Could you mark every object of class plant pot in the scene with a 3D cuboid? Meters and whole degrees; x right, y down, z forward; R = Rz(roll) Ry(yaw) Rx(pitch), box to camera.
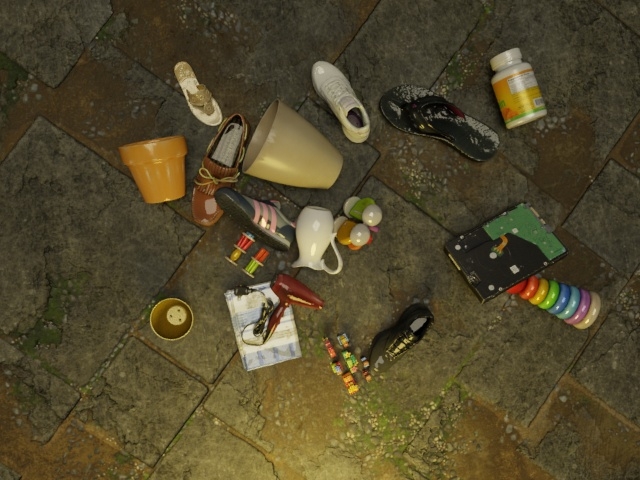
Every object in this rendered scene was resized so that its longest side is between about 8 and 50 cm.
[{"bbox_3d":[-0.074,-0.280,1.647,0.274,0.256,0.256,23,88,-20],"label":"plant pot"},{"bbox_3d":[-0.515,-0.224,1.624,0.205,0.205,0.187,-11,106,-5],"label":"plant pot"},{"bbox_3d":[-0.477,0.251,1.664,0.135,0.095,0.134,0,89,-5],"label":"plant pot"}]

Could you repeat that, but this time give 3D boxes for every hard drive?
[{"bbox_3d":[0.629,0.037,1.740,0.339,0.064,0.236,-29,66,-4],"label":"hard drive"}]

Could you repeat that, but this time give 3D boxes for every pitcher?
[{"bbox_3d":[0.000,0.000,1.674,0.178,0.125,0.206,12,101,18],"label":"pitcher"}]

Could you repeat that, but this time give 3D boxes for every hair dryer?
[{"bbox_3d":[-0.133,0.218,1.692,0.294,0.080,0.223,-11,109,-3],"label":"hair dryer"}]

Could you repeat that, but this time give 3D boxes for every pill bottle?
[{"bbox_3d":[0.672,-0.524,1.752,0.137,0.136,0.245,-20,91,-5],"label":"pill bottle"}]

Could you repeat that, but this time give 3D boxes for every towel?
[{"bbox_3d":[-0.191,0.283,1.723,0.210,0.034,0.284,-14,93,-7],"label":"towel"}]

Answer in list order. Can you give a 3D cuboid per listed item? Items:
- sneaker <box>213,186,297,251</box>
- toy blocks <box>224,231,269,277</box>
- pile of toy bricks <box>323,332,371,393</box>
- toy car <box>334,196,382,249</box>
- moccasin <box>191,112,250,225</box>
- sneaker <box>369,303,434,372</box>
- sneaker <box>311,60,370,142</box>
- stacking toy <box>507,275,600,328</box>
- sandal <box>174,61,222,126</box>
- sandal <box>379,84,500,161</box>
[{"bbox_3d":[-0.202,-0.096,1.648,0.319,0.112,0.131,42,61,-34],"label":"sneaker"},{"bbox_3d":[-0.229,0.032,1.709,0.123,0.054,0.148,36,86,-3],"label":"toy blocks"},{"bbox_3d":[0.098,0.413,1.712,0.118,0.105,0.212,-26,92,-5],"label":"pile of toy bricks"},{"bbox_3d":[0.138,-0.052,1.712,0.136,0.159,0.181,34,86,-39],"label":"toy car"},{"bbox_3d":[-0.323,-0.231,1.654,0.139,0.147,0.379,26,88,-5],"label":"moccasin"},{"bbox_3d":[0.272,0.332,1.718,0.109,0.130,0.286,40,88,-6],"label":"sneaker"},{"bbox_3d":[0.079,-0.475,1.691,0.114,0.152,0.305,-35,91,-2],"label":"sneaker"},{"bbox_3d":[0.782,0.189,1.771,0.331,0.141,0.141,20,88,0],"label":"stacking toy"},{"bbox_3d":[-0.412,-0.487,1.680,0.088,0.079,0.239,-32,93,-5],"label":"sandal"},{"bbox_3d":[0.420,-0.416,1.743,0.446,0.107,0.167,22,88,-5],"label":"sandal"}]
